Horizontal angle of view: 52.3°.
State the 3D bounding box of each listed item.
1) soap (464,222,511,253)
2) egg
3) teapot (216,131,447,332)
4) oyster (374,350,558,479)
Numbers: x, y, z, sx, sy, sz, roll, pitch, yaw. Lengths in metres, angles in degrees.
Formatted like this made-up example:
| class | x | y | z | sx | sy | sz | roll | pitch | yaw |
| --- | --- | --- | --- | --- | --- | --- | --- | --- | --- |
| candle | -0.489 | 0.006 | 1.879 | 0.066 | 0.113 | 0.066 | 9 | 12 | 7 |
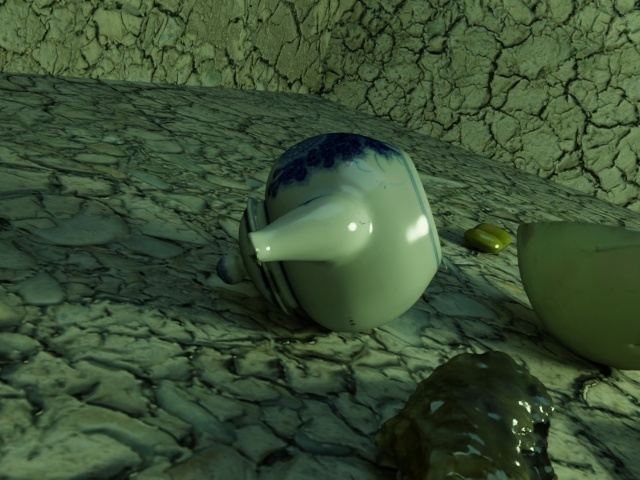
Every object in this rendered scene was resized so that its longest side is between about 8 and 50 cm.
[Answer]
| class | x | y | z | sx | sy | sz | roll | pitch | yaw |
| --- | --- | --- | --- | --- | --- | --- | --- | --- | --- |
| soap | 0.368 | -0.004 | 1.435 | 0.089 | 0.045 | 0.140 | 23 | 19 | 24 |
| egg | 0.442 | 0.089 | 0.985 | 0.337 | 0.201 | 0.337 | 13 | -8 | 2 |
| teapot | 0.000 | 0.000 | 0.831 | 0.280 | 0.252 | 0.424 | -19 | -4 | 5 |
| oyster | 0.142 | 0.178 | 0.596 | 0.166 | 0.110 | 0.341 | 23 | 19 | 15 |
